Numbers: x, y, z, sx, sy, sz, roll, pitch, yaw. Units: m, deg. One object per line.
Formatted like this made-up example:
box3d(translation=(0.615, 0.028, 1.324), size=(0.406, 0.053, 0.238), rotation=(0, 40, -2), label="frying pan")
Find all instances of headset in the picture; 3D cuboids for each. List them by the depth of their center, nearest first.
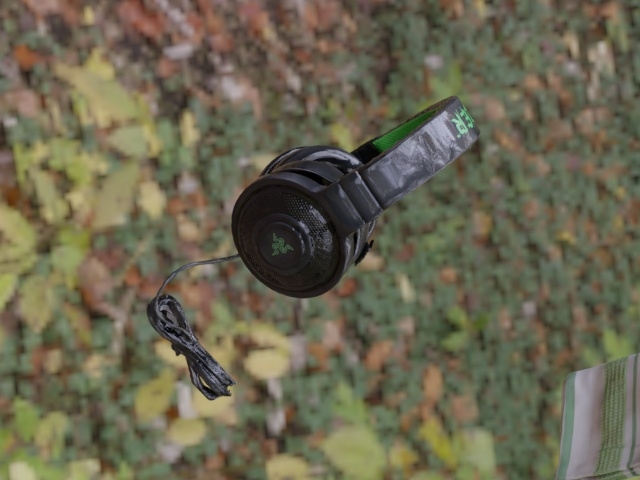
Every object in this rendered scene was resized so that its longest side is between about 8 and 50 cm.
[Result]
box3d(translation=(0.000, 0.000, 1.772), size=(0.185, 0.394, 0.243), rotation=(58, 11, -6), label="headset")

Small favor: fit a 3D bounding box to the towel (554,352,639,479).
box3d(translation=(0.258, 0.144, 1.448), size=(0.023, 0.152, 0.113), rotation=(25, 58, -32), label="towel")
